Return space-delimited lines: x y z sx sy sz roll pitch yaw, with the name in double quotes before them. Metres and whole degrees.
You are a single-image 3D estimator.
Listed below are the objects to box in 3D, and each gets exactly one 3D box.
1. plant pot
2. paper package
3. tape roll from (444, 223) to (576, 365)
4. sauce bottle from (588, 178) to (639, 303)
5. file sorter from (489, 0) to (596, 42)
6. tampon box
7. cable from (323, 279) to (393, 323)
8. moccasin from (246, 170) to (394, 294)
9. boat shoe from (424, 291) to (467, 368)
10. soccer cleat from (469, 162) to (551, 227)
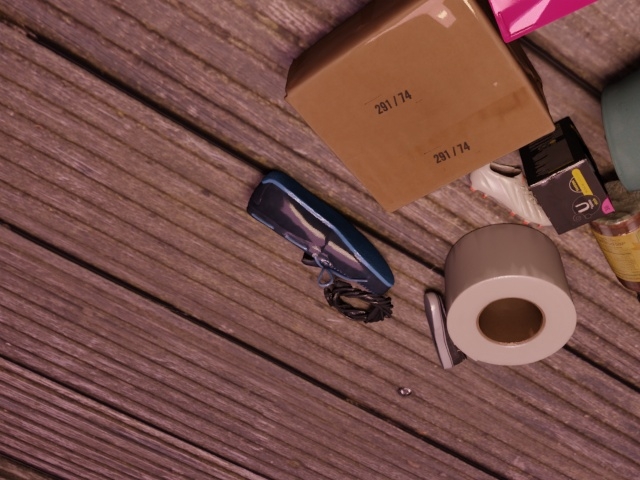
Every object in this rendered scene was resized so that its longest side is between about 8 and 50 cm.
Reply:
"plant pot" 0.589 -0.189 0.959 0.255 0.271 0.271 -14 125 37
"paper package" 0.161 -0.245 1.023 0.325 0.168 0.309 -29 120 29
"tape roll" 0.377 0.110 1.264 0.246 0.169 0.246 5 128 6
"sauce bottle" 0.603 0.024 1.182 0.111 0.111 0.344 -25 133 25
"file sorter" 0.285 -0.467 0.831 0.202 0.182 0.290 -21 122 22
"tampon box" 0.426 -0.115 1.088 0.101 0.161 0.120 -28 119 27
"cable" 0.089 0.138 1.376 0.151 0.047 0.184 6 155 16
"moccasin" 0.000 0.000 1.277 0.342 0.137 0.117 41 109 -6
"boat shoe" 0.291 0.201 1.410 0.076 0.080 0.228 -19 120 1
"soccer cleat" 0.374 -0.091 1.178 0.196 0.068 0.076 28 123 -8
